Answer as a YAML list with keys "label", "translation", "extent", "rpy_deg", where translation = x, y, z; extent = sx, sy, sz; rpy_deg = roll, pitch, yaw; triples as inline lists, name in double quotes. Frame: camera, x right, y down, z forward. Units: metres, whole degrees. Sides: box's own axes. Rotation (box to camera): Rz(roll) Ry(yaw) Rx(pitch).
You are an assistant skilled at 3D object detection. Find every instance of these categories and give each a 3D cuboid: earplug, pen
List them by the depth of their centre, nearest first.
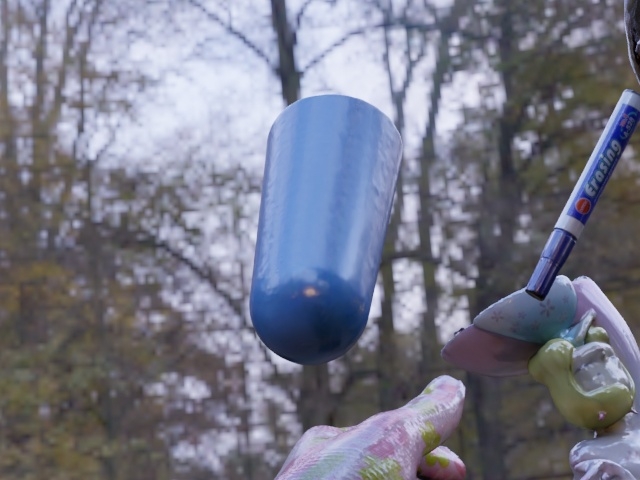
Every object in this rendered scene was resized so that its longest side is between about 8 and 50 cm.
- label: "pen"
  translation: [0.227, -0.039, 1.337]
  extent: [0.025, 0.204, 0.025]
  rpy_deg: [27, -14, 7]
- label: "earplug"
  translation: [0.000, 0.000, 1.422]
  extent: [0.132, 0.273, 0.132]
  rpy_deg: [4, -48, 5]

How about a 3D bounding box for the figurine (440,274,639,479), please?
- label: "figurine"
  translation: [0.237, 0.210, 1.580]
  extent: [0.284, 0.315, 0.206]
  rpy_deg: [-4, -36, -45]

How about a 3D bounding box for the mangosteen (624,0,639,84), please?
- label: "mangosteen"
  translation: [0.348, -0.171, 1.122]
  extent: [0.265, 0.228, 0.228]
  rpy_deg: [-25, -15, -20]

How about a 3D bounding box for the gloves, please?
- label: "gloves"
  translation: [0.031, 0.170, 0.995]
  extent: [0.126, 0.145, 0.241]
  rpy_deg: [-9, -1, 19]
